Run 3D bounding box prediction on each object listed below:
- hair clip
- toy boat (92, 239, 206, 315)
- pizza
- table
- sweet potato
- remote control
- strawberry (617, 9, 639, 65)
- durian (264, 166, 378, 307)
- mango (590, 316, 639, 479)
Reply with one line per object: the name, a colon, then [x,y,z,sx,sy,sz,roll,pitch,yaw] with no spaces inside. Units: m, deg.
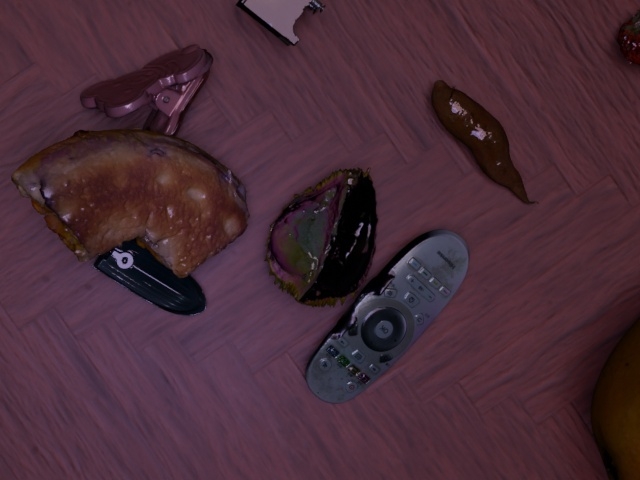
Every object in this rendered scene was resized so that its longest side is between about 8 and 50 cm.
hair clip: [-0.197,-0.183,1.927,0.102,0.123,0.138,32,92,-32]
toy boat: [-0.195,0.045,1.947,0.141,0.060,0.055,32,86,-9]
pizza: [-0.214,-0.048,1.885,0.305,0.085,0.161,8,94,-37]
table: [-0.045,-0.281,1.951,0.082,0.083,0.070,38,90,-10]
sweet potato: [0.199,-0.116,1.985,0.056,0.056,0.195,-38,98,-4]
remote control: [0.079,0.089,1.972,0.256,0.045,0.097,-46,113,-1]
strawberry: [0.400,-0.234,1.995,0.073,0.073,0.083,-43,116,-4]
durian: [-0.003,-0.001,1.957,0.108,0.119,0.187,11,74,33]
mango: [0.477,0.172,1.925,0.378,0.221,0.264,-42,88,-14]
